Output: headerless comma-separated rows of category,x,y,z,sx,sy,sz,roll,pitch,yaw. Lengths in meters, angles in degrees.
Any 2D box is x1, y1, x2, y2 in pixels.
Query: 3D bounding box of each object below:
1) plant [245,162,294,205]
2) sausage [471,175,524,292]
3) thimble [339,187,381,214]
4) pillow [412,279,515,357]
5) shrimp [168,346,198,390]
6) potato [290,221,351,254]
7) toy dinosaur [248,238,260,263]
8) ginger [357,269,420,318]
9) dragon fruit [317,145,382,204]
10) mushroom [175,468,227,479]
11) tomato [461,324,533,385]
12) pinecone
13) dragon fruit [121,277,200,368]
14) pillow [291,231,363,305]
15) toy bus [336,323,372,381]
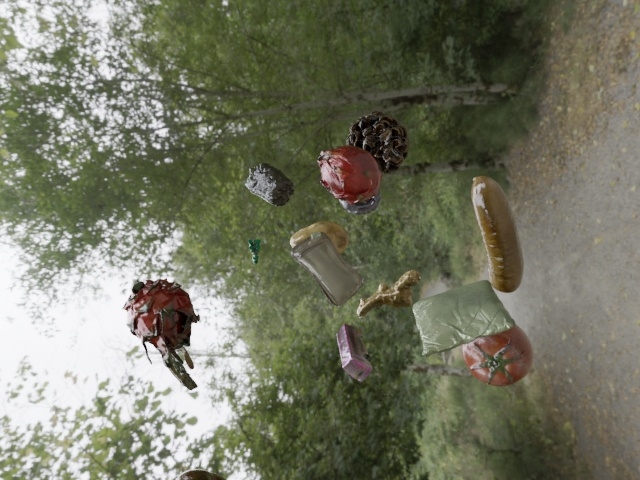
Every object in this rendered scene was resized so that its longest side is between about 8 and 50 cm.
plant,-0.200,-0.221,1.593,0.129,0.194,0.132,-58,-28,6
sausage,0.647,-0.008,1.505,0.136,0.123,0.501,35,154,59
thimble,0.142,-0.169,1.530,0.098,0.150,0.150,-143,44,-69
pillow,0.444,0.246,1.339,0.076,0.280,0.274,62,-166,-20
shrimp,-0.640,0.570,1.929,0.253,0.173,0.058,45,-154,10
potato,0.001,0.005,1.717,0.128,0.234,0.161,-110,-4,-79
toy dinosaur,-0.311,0.043,1.969,0.096,0.059,0.132,98,166,-46
ginger,0.309,0.250,1.866,0.148,0.333,0.081,60,-162,-13
dragon fruit,0.090,-0.192,1.230,0.209,0.172,0.172,28,-135,-27
mushroom,-0.417,0.940,1.493,0.267,0.254,0.267,52,175,6
tomato,0.708,0.437,1.671,0.265,0.264,0.265,-5,-90,-79
pinecone,0.218,-0.370,1.571,0.257,0.243,0.244,20,-114,-79
dragon fruit,-0.450,0.226,1.201,0.274,0.192,0.193,59,174,-4
pillow,0.022,0.080,1.255,0.233,0.130,0.038,49,159,14
toy bus,0.140,0.472,1.779,0.090,0.112,0.274,-54,16,14
